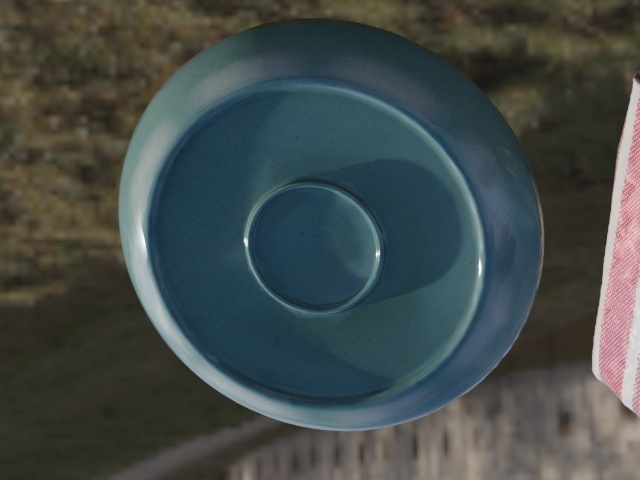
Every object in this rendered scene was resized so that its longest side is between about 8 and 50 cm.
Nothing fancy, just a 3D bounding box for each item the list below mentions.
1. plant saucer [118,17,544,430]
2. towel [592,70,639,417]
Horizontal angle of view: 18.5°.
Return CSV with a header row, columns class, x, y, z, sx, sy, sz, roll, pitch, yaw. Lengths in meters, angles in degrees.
class,x,y,z,sx,sy,sz,roll,pitch,yaw
plant saucer,0.000,0.000,1.411,0.318,0.317,0.043,-4,-161,15
towel,0.177,0.034,0.751,0.029,0.144,0.197,-11,-148,-30
